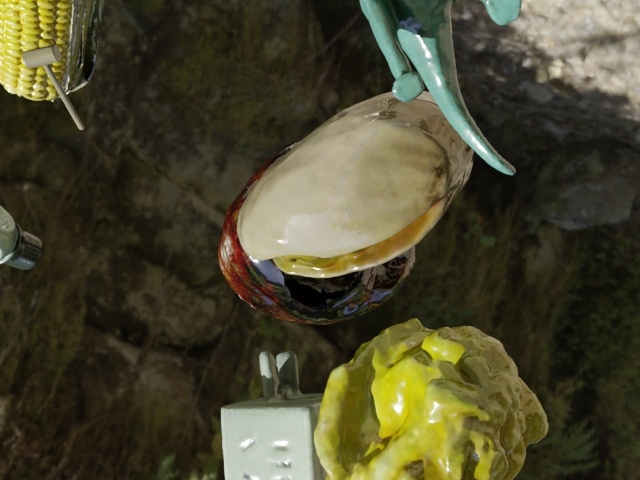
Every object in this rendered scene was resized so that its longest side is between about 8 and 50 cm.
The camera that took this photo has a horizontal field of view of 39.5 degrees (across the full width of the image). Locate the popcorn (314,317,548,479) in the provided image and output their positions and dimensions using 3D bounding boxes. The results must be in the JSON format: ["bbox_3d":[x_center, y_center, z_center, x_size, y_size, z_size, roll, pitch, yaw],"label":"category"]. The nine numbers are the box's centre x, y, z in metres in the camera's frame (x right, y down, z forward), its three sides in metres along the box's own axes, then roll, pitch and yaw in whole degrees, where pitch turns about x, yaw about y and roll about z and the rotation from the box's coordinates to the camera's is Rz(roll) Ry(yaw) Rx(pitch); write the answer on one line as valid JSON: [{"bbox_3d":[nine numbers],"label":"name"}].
[{"bbox_3d":[0.090,0.164,0.750,0.197,0.198,0.155,9,153,47],"label":"popcorn"}]

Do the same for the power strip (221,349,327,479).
[{"bbox_3d":[-0.027,0.241,1.066,0.140,0.225,0.139,-7,175,33],"label":"power strip"}]

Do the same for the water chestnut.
[{"bbox_3d":[0.000,0.000,1.250,0.289,0.289,0.244,23,-166,-26],"label":"water chestnut"}]

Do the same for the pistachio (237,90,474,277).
[{"bbox_3d":[0.036,-0.067,0.979,0.288,0.197,0.166,-24,146,20],"label":"pistachio"}]

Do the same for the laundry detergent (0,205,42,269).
[{"bbox_3d":[-0.348,-0.022,0.811,0.099,0.070,0.225,6,163,35],"label":"laundry detergent"}]

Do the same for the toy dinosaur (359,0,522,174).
[{"bbox_3d":[0.051,-0.277,0.782,0.383,0.129,0.331,58,-170,-34],"label":"toy dinosaur"}]

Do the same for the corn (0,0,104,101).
[{"bbox_3d":[-0.309,-0.297,1.007,0.123,0.305,0.122,-6,-134,-31],"label":"corn"}]

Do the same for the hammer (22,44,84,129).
[{"bbox_3d":[-0.282,-0.162,0.968,0.035,0.019,0.110,-11,134,9],"label":"hammer"}]
